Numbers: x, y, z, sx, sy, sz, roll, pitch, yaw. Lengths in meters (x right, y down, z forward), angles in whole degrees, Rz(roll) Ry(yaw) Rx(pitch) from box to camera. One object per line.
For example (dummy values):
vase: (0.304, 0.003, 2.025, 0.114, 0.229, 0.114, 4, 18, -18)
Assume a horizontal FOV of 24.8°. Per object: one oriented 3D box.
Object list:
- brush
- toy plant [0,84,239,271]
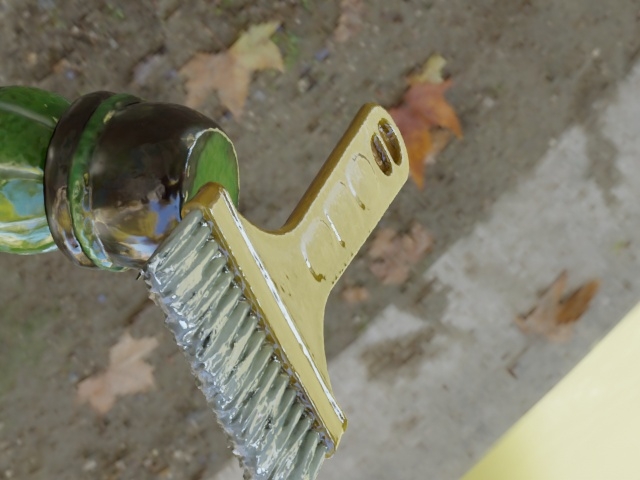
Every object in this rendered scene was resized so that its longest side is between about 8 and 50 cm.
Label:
brush: (0.000, 0.000, 0.565, 0.013, 0.272, 0.103, -20, 106, 23)
toy plant: (-0.128, -0.032, 0.741, 0.093, 0.162, 0.093, 6, 90, -71)
